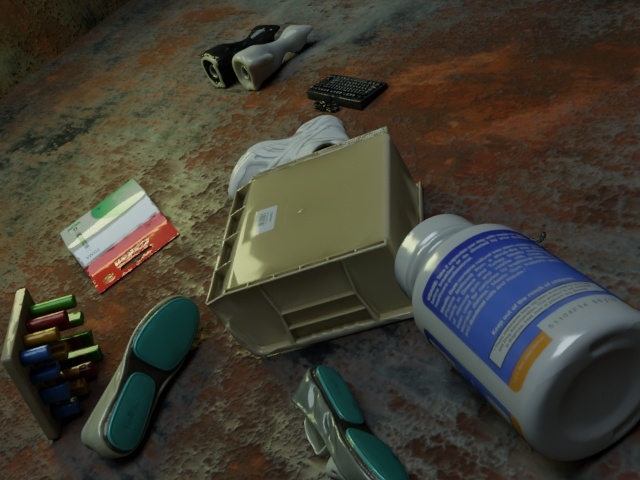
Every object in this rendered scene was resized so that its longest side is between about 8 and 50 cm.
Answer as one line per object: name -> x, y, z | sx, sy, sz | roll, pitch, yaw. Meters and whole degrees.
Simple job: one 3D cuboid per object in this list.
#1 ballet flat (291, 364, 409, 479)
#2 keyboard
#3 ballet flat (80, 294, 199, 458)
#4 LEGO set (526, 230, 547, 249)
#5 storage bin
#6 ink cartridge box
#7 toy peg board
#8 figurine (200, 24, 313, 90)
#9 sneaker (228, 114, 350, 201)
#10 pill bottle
ballet flat -> 0.026, 0.214, 0.761 | 0.068, 0.072, 0.213 | -57, 32, 11
keyboard -> 0.038, -0.286, 1.407 | 0.108, 0.023, 0.180 | -43, 35, -16
ballet flat -> -0.247, 0.182, 0.994 | 0.086, 0.086, 0.248 | -6, 43, 33
LEGO set -> 0.243, 0.026, 0.862 | 0.083, 0.023, 0.054 | -39, 30, 13
storage bin -> 0.000, 0.000, 0.988 | 0.261, 0.123, 0.262 | -18, 37, 20
ink cartridge box -> -0.382, -0.014, 1.361 | 0.181, 0.056, 0.225 | -39, 33, -10
toy peg board -> -0.376, 0.166, 1.045 | 0.079, 0.161, 0.160 | -16, 34, -4
figurine -> -0.141, -0.446, 1.697 | 0.209, 0.092, 0.215 | -43, 37, -24
sneaker -> -0.048, -0.122, 1.211 | 0.232, 0.090, 0.115 | -32, 38, 0
pill bottle -> 0.187, 0.074, 0.723 | 0.152, 0.152, 0.272 | -35, 35, -5
